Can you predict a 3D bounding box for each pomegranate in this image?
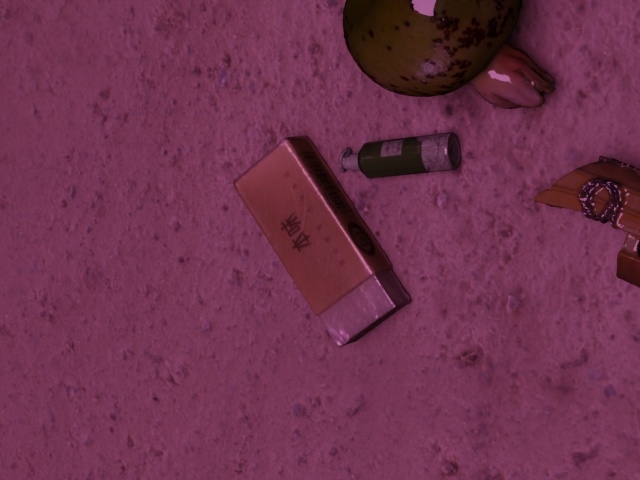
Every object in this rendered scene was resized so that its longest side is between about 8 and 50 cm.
[{"bbox_3d":[0.208,-0.316,1.887,0.340,0.285,0.285,40,116,-15],"label":"pomegranate"}]

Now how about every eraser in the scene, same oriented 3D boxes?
[{"bbox_3d":[0.000,0.000,2.108,0.144,0.078,0.343,-39,78,27],"label":"eraser"}]

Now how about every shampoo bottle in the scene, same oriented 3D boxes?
[{"bbox_3d":[0.124,-0.137,2.039,0.204,0.065,0.065,-5,94,28],"label":"shampoo bottle"}]

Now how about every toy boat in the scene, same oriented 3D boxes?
[{"bbox_3d":[0.522,0.007,1.815,0.445,0.136,0.162,27,103,27],"label":"toy boat"}]
